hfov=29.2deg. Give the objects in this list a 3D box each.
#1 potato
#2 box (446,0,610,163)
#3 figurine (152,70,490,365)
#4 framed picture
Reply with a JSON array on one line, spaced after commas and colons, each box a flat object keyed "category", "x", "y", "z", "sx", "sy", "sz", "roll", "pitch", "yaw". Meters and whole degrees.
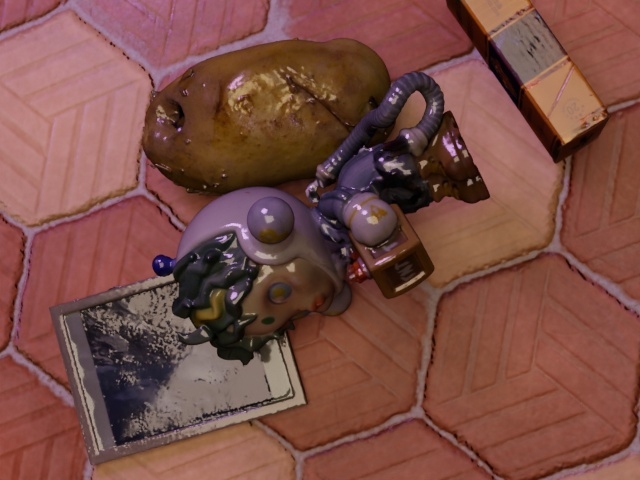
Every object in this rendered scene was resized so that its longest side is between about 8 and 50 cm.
[{"category": "potato", "x": -0.064, "y": -0.146, "z": 1.429, "sx": 0.300, "sy": 0.140, "sz": 0.173, "roll": -11, "pitch": 125, "yaw": 5}, {"category": "box", "x": 0.230, "y": -0.207, "z": 1.391, "sx": 0.070, "sy": 0.152, "sz": 0.237, "roll": -36, "pitch": 82, "yaw": 4}, {"category": "figurine", "x": 0.002, "y": 0.003, "z": 1.361, "sx": 0.382, "sy": 0.261, "sz": 0.186, "roll": -25, "pitch": 46, "yaw": 7}, {"category": "framed picture", "x": -0.174, "y": 0.139, "z": 1.488, "sx": 0.281, "sy": 0.019, "sz": 0.209, "roll": -18, "pitch": 84, "yaw": 6}]
